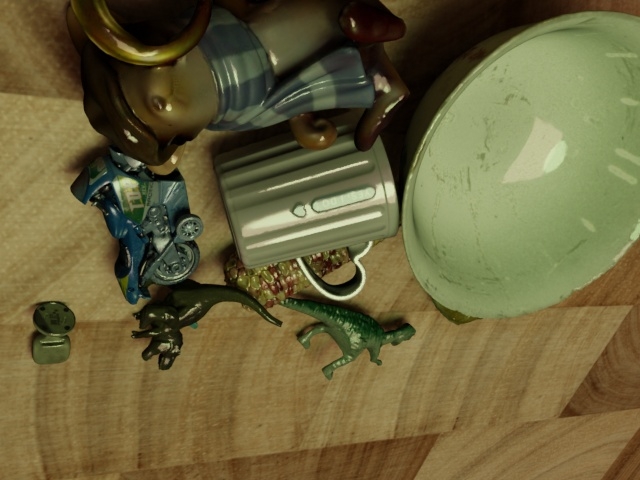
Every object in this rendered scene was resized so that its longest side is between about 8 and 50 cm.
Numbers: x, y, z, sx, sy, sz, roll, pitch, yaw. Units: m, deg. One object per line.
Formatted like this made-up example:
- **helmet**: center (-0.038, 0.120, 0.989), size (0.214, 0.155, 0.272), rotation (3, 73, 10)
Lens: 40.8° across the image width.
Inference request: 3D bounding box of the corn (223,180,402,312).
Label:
- **corn**: center (0.000, 0.000, 1.194), size (0.290, 0.098, 0.098), rotation (-31, 136, -7)

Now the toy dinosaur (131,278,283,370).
- **toy dinosaur**: center (-0.164, 0.106, 1.179), size (0.179, 0.087, 0.187), rotation (11, 143, -20)

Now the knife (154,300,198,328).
- **knife**: center (-0.206, 0.107, 1.231), size (0.014, 0.005, 0.091), rotation (-42, 135, 6)

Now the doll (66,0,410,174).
- **doll**: center (-0.080, -0.193, 0.884), size (0.340, 0.209, 0.317), rotation (-20, 119, -11)

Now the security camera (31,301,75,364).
- **security camera**: center (-0.357, 0.129, 1.139), size (0.058, 0.058, 0.092), rotation (-1, 140, -30)

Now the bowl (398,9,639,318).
- **bowl**: center (0.257, -0.123, 1.152), size (0.435, 0.196, 0.434), rotation (-13, 125, -19)

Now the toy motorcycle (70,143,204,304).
- **toy motorcycle**: center (-0.220, -0.031, 1.040), size (0.136, 0.092, 0.254), rotation (-18, 130, -16)

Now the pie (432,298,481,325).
- **pie**: center (0.312, 0.013, 1.391), size (0.323, 0.070, 0.323), rotation (-17, 140, -15)

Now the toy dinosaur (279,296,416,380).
- **toy dinosaur**: center (0.001, 0.153, 1.349), size (0.383, 0.076, 0.129), rotation (16, 112, -43)

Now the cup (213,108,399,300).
- **cup**: center (-0.013, -0.036, 1.069), size (0.202, 0.221, 0.167), rotation (-16, 168, -7)
